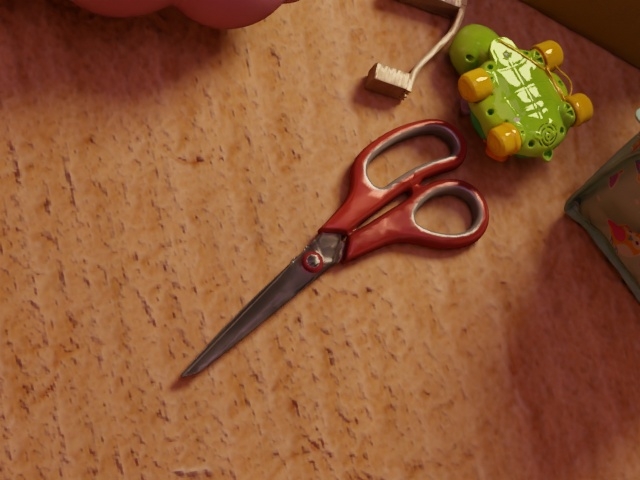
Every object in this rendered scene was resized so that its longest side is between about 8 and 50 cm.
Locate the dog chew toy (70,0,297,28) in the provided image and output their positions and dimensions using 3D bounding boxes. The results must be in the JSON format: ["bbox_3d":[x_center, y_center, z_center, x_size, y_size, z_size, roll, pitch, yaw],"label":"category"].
[{"bbox_3d":[-0.156,-0.260,1.361,0.331,0.206,0.207,21,66,-15],"label":"dog chew toy"}]

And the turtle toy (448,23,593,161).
[{"bbox_3d":[0.147,-0.117,1.457,0.095,0.066,0.130,-22,77,-23],"label":"turtle toy"}]

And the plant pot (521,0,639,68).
[{"bbox_3d":[0.268,-0.293,1.489,0.212,0.187,0.212,29,66,-3],"label":"plant pot"}]

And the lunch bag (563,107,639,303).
[{"bbox_3d":[0.337,-0.076,1.388,0.223,0.262,0.160,-37,84,-23],"label":"lunch bag"}]

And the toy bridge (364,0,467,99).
[{"bbox_3d":[0.086,-0.198,1.492,0.063,0.026,0.188,19,67,-11],"label":"toy bridge"}]

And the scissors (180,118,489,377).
[{"bbox_3d":[0.000,0.000,1.404,0.297,0.021,0.109,-26,82,-21],"label":"scissors"}]
